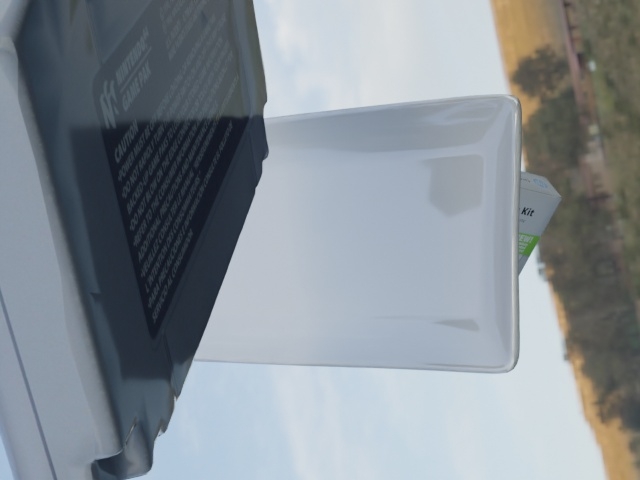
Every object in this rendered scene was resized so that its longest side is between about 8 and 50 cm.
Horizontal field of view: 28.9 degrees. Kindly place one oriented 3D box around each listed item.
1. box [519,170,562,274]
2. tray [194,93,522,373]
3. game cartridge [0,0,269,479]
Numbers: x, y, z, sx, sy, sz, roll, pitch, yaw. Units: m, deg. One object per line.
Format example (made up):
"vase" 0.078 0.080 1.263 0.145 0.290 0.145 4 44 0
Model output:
"box" 0.095 0.018 1.028 0.186 0.145 0.038 -65 28 25
"tray" 0.000 0.000 0.714 0.030 0.270 0.145 8 -97 -52
"game cartridge" -0.076 -0.063 0.483 0.294 0.060 0.196 -76 -16 -60
